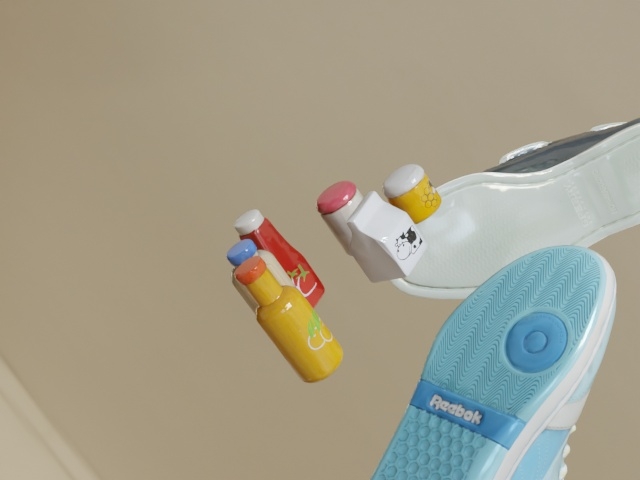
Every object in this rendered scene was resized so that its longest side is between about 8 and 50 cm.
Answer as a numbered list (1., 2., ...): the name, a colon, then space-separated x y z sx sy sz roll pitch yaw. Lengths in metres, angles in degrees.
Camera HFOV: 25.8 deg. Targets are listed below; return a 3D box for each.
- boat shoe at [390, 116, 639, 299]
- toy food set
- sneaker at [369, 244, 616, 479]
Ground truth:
1. boat shoe: 0.194 -0.028 1.258 0.091 0.302 0.114 -134 -152 -82
2. toy food set: 0.000 0.000 1.110 0.111 0.232 0.104 -11 -58 45
3. sneaker: 0.162 0.170 1.117 0.127 0.319 0.208 30 -5 45
